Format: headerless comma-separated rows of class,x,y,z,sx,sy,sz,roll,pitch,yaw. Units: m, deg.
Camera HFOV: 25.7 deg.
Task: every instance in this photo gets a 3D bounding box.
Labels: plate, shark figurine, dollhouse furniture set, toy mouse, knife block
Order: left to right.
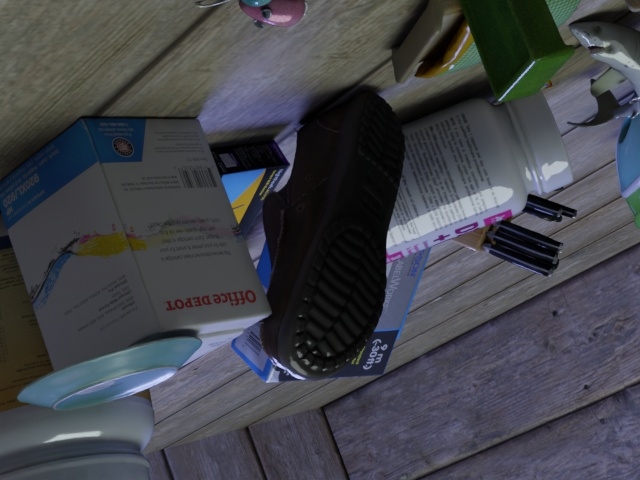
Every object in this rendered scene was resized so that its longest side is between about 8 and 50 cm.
plate,-0.204,0.136,1.379,0.188,0.024,0.188,-18,169,-4
toy mouse,-0.037,-0.215,1.225,0.143,0.031,0.161,-19,167,-10
knife block,0.204,-0.027,1.929,0.275,0.242,0.088,-27,165,25
dollhouse furniture set,0.214,-0.204,1.405,0.197,0.151,0.301,-17,167,-19
shark figurine,0.405,-0.224,1.782,0.166,0.116,0.278,11,165,14

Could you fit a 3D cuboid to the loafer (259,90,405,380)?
loafer,0.000,0.000,1.578,0.130,0.366,0.134,-10,136,35

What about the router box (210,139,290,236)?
router box,-0.132,-0.042,1.680,0.133,0.046,0.179,-12,150,-38

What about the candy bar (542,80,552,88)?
candy bar,0.266,-0.211,1.774,0.040,0.018,0.161,-24,167,12

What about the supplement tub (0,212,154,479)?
supplement tub,-0.312,0.145,1.574,0.228,0.316,0.228,-12,161,-4

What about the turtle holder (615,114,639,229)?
turtle holder,0.573,-0.124,2.159,0.243,0.227,0.320,-25,168,14

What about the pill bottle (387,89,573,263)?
pill bottle,0.167,-0.086,1.790,0.283,0.160,0.160,-21,168,6

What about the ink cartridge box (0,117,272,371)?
ink cartridge box,-0.196,0.013,1.458,0.168,0.233,0.171,-31,164,36

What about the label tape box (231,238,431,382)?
label tape box,0.059,0.072,2.042,0.333,0.106,0.241,1,117,-40
